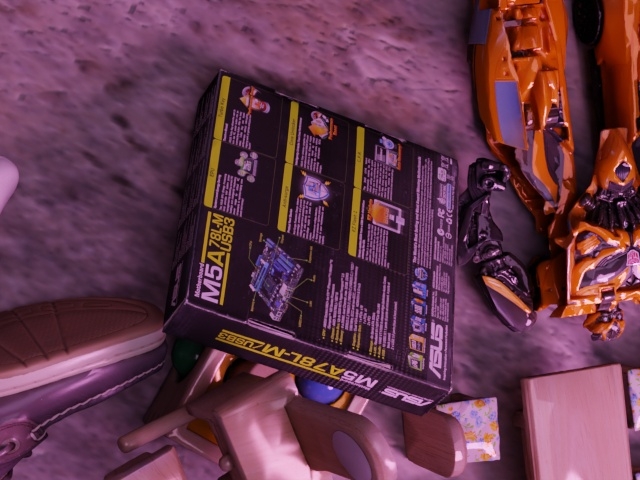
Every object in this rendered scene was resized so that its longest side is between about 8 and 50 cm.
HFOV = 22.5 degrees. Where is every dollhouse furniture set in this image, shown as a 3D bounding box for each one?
[{"bbox_3d":[-0.092,0.288,0.884,0.356,0.174,0.303,-29,108,-26],"label":"dollhouse furniture set"},{"bbox_3d":[0.191,0.209,1.089,0.212,0.161,0.242,-7,94,-18],"label":"dollhouse furniture set"}]

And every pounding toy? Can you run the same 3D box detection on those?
[{"bbox_3d":[-0.050,0.101,1.038,0.141,0.100,0.130,31,82,-17],"label":"pounding toy"}]

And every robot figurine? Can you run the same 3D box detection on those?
[{"bbox_3d":[0.190,-0.072,1.121,0.211,0.085,0.290,-8,94,-17],"label":"robot figurine"}]

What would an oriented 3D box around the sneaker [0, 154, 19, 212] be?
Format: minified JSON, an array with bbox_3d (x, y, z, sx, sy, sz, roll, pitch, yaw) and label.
[{"bbox_3d":[-0.222,0.016,0.984,0.061,0.053,0.152,25,64,12],"label":"sneaker"}]

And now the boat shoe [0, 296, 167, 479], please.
[{"bbox_3d":[-0.225,0.114,0.986,0.285,0.103,0.092,-20,111,-20],"label":"boat shoe"}]

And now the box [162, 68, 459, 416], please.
[{"bbox_3d":[0.000,0.000,1.033,0.184,0.045,0.190,18,52,-17],"label":"box"}]
